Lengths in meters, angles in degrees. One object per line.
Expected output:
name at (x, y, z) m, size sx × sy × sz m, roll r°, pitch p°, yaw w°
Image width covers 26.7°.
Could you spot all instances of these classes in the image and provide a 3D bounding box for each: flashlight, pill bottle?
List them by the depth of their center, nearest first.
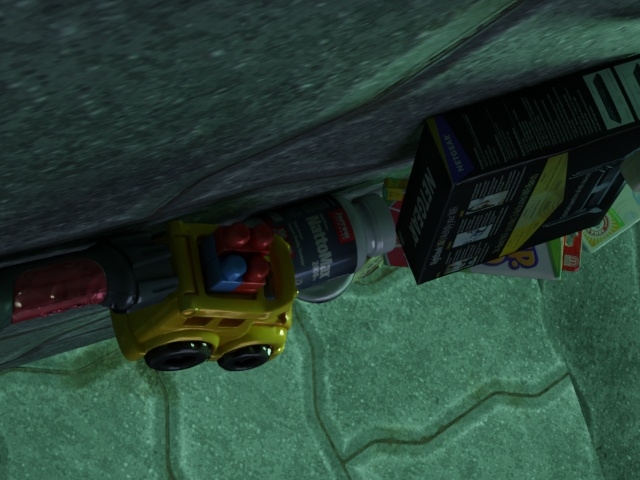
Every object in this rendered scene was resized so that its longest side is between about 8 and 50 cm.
flashlight at (-0.278, 0.058, 1.334) m, size 0.304 × 0.103 × 0.103 m, roll -13°, pitch 170°, yaw -43°
pill bottle at (0.000, 0.000, 1.730) m, size 0.180 × 0.108 × 0.108 m, roll -18°, pitch 176°, yaw -20°
pill bottle at (-0.006, 0.035, 2.064) m, size 0.124 × 0.124 × 0.221 m, roll -18°, pitch 176°, yaw -1°

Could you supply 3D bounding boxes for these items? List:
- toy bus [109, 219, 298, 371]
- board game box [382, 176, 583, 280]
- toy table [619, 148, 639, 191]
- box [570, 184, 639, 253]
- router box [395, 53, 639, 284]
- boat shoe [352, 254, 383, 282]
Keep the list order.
toy bus at (-0.101, 0.047, 1.531) m, size 0.220 × 0.149 × 0.211 m, roll 6°, pitch 151°, yaw -37°
board game box at (0.211, -0.014, 1.757) m, size 0.259 × 0.124 × 0.039 m, roll 3°, pitch -147°, yaw 9°
toy table at (0.386, -0.117, 1.099) m, size 0.274 × 0.252 × 0.161 m, roll -6°, pitch 156°, yaw -18°
box at (0.437, -0.087, 1.977) m, size 0.203 × 0.114 × 0.103 m, roll -35°, pitch -173°, yaw 4°
router box at (0.220, -0.069, 1.478) m, size 0.243 × 0.081 × 0.309 m, roll -18°, pitch 161°, yaw -10°
boat shoe at (0.075, 0.009, 2.207) m, size 0.089 × 0.104 × 0.285 m, roll -14°, pitch 174°, yaw -22°
